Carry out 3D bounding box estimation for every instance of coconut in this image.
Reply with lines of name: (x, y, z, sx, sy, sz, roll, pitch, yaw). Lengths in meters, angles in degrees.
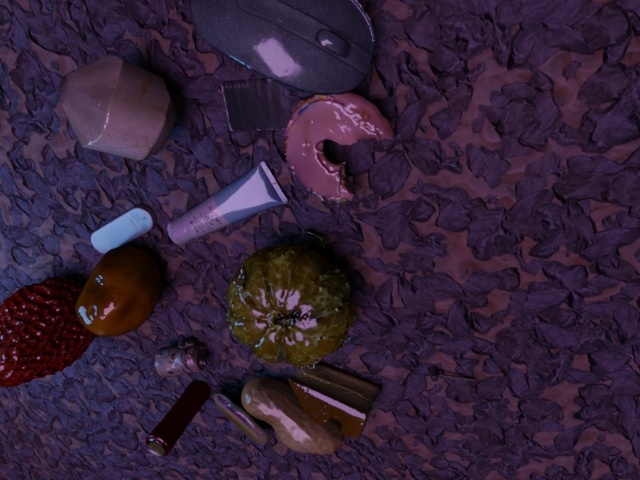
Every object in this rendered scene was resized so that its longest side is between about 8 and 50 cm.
coconut: (-0.434, -0.281, 1.028, 0.222, 0.202, 0.202, 13, 134, -41)

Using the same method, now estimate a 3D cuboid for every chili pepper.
chili pepper: (0.000, 0.000, 1.147, 0.083, 0.022, 0.027, 40, 89, -3)

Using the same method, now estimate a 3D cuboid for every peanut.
peanut: (-0.083, 0.503, 1.371, 0.319, 0.147, 0.147, 30, 122, -1)

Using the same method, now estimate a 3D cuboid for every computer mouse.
computer mouse: (-0.080, -0.393, 0.878, 0.374, 0.114, 0.203, 23, 93, 9)

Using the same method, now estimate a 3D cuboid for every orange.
orange: (-0.531, 0.147, 1.298, 0.183, 0.248, 0.249, 29, 124, -15)
orange: (-0.061, 0.141, 1.128, 0.302, 0.223, 0.299, 7, 114, 10)

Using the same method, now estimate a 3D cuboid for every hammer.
hammer: (0.329, 0.337, 1.204, 0.110, 0.035, 0.019, 5, 119, 7)

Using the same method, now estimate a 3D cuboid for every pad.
pad: (-0.137, -0.292, 1.050, 0.157, 0.003, 0.112, 2, 117, 19)

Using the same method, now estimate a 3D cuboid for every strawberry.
strawberry: (-0.823, 0.280, 1.393, 0.312, 0.351, 0.267, -25, 114, 23)

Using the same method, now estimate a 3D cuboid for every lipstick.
lipstick: (-0.417, 0.521, 1.437, 0.080, 0.241, 0.080, 8, 118, 15)

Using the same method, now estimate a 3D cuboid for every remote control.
remote control: (-0.539, -0.027, 1.322, 0.245, 0.022, 0.077, -24, 109, 28)

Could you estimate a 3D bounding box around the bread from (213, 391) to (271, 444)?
bread: (-0.236, 0.536, 1.443, 0.229, 0.033, 0.228, 31, 149, 21)

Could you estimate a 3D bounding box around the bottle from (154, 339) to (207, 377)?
bottle: (-0.402, 0.349, 1.434, 0.152, 0.099, 0.098, -13, 112, 18)

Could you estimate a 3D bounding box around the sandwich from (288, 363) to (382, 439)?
sandwich: (0.030, 0.417, 1.299, 0.236, 0.122, 0.128, 22, 118, 10)

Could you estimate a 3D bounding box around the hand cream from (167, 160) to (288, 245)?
hand cream: (-0.232, -0.081, 1.172, 0.313, 0.070, 0.111, -23, 105, 20)

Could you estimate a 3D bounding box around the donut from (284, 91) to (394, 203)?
donut: (0.027, -0.201, 0.992, 0.199, 0.085, 0.232, 33, 123, 0)
